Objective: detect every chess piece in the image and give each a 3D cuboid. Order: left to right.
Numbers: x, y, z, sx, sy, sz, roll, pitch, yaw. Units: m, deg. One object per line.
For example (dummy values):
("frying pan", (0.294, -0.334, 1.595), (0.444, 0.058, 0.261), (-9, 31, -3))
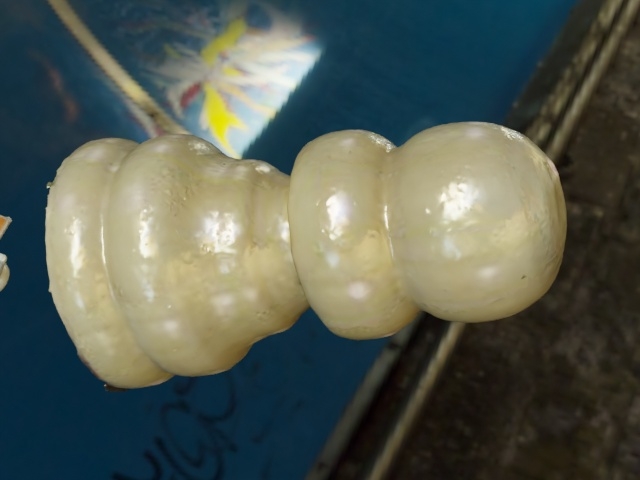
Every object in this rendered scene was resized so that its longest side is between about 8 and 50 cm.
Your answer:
("chess piece", (0.000, 0.000, 0.698), (0.143, 0.260, 0.143), (-7, -90, -72))

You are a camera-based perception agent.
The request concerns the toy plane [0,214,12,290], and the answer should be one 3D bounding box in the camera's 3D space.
("toy plane", (-0.389, -0.010, 1.149), (0.245, 0.244, 0.117), (-66, 10, -24))
